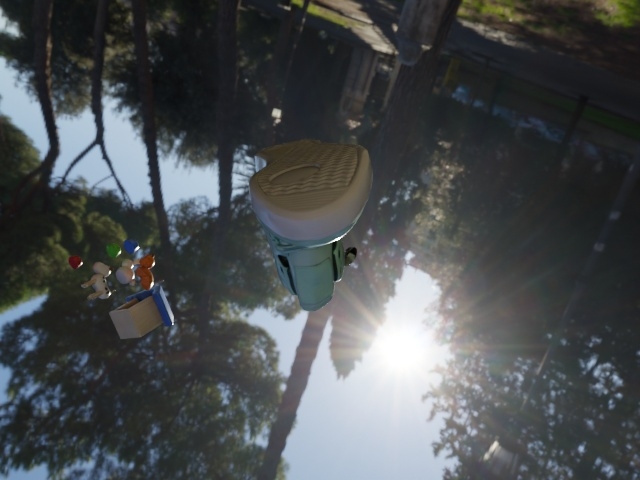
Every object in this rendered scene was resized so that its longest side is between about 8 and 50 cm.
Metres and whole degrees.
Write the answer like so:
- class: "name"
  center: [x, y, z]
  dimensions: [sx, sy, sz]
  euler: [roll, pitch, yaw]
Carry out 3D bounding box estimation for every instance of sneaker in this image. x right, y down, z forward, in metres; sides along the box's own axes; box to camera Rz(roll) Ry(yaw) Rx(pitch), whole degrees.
- class: "sneaker"
  center: [0.000, 0.000, 0.479]
  dimensions: [0.094, 0.151, 0.256]
  euler: [-14, -164, -3]

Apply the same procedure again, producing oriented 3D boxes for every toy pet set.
- class: "toy pet set"
  center: [-0.206, 0.049, 0.640]
  dimensions: [0.122, 0.114, 0.065]
  euler: [-11, -165, 36]
